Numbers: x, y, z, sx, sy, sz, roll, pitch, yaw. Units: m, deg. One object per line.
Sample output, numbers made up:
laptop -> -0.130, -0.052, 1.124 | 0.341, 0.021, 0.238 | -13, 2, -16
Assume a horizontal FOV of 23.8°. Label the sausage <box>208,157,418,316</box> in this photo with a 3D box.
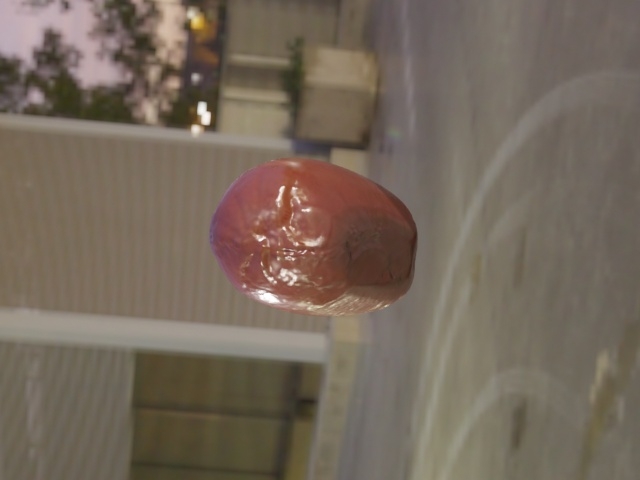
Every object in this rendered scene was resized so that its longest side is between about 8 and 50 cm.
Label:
sausage -> 0.000, 0.000, 0.578 | 0.094, 0.054, 0.059 | 15, -90, -56
